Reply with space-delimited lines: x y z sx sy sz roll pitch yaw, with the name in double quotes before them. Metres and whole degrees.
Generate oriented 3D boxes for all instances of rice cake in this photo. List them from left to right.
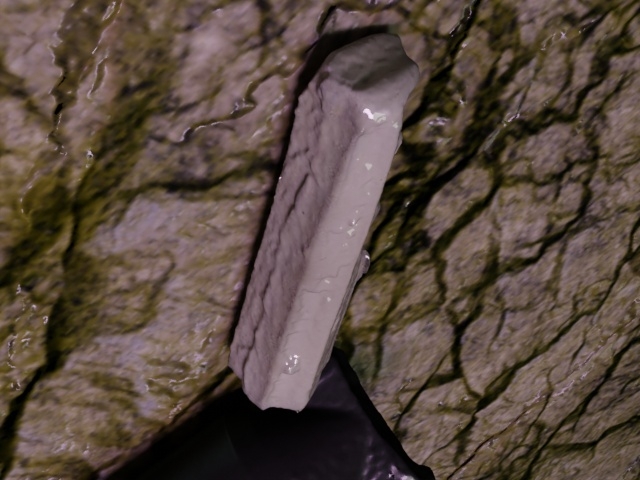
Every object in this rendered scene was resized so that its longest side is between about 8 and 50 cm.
"rice cake" 0.000 0.000 0.812 0.057 0.052 0.256 -46 163 -40

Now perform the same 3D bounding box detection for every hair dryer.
"hair dryer" -0.033 0.196 1.029 0.244 0.116 0.302 -35 160 4
